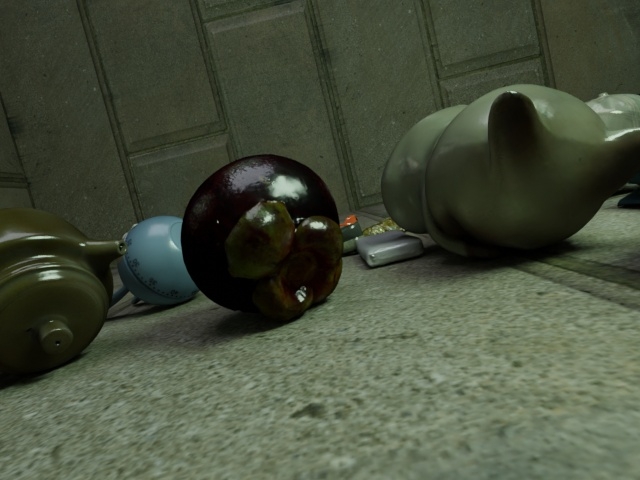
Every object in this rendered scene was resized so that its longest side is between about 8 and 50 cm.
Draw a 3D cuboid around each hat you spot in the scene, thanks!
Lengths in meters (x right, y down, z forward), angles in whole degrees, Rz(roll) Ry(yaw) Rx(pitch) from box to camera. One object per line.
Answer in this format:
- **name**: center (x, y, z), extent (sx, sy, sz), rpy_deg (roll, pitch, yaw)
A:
- **hat**: center (0.550, -0.182, 0.880), extent (0.275, 0.161, 0.232), rpy_deg (-49, 14, -17)

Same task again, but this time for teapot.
- **teapot**: center (-0.347, 0.081, 0.509), extent (0.175, 0.186, 0.268), rpy_deg (29, 67, 38)

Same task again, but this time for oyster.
- **oyster**: center (0.152, -0.026, 1.037), extent (0.121, 0.045, 0.146), rpy_deg (-35, 17, -36)

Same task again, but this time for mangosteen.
- **mangosteen**: center (-0.063, -0.003, 0.525), extent (0.209, 0.210, 0.210), rpy_deg (-13, 5, 1)

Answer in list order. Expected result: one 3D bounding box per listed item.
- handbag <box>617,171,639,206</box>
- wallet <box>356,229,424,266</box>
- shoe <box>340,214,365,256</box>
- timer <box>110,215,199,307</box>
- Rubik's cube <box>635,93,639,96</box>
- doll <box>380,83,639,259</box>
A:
- **handbag**: center (0.510, -0.079, 0.562), extent (0.144, 0.057, 0.221), rpy_deg (-9, 5, 4)
- **wallet**: center (0.112, 0.010, 0.743), extent (0.095, 0.033, 0.190), rpy_deg (-12, 6, 1)
- **shoe**: center (-0.002, 0.000, 0.889), extent (0.194, 0.077, 0.074), rpy_deg (-12, 6, 17)
- **timer**: center (-0.315, 0.045, 0.792), extent (0.255, 0.176, 0.175), rpy_deg (-12, 5, 27)
- **Rubik's cube**: center (0.767, -0.239, 0.896), extent (0.183, 0.180, 0.167), rpy_deg (-12, 6, -4)
- **doll**: center (0.219, -0.088, 0.604), extent (0.214, 0.226, 0.370), rpy_deg (16, 12, -8)
